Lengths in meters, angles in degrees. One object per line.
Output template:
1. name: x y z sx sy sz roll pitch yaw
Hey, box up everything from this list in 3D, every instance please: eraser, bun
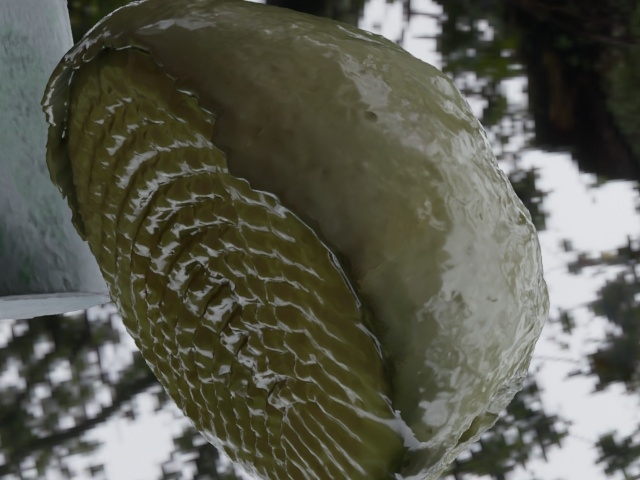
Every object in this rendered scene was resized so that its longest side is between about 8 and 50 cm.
1. eraser: -0.236 -0.061 1.308 0.081 0.174 0.227 -20 -102 44
2. bun: 0.001 -0.005 1.145 0.364 0.202 0.364 39 -31 29
